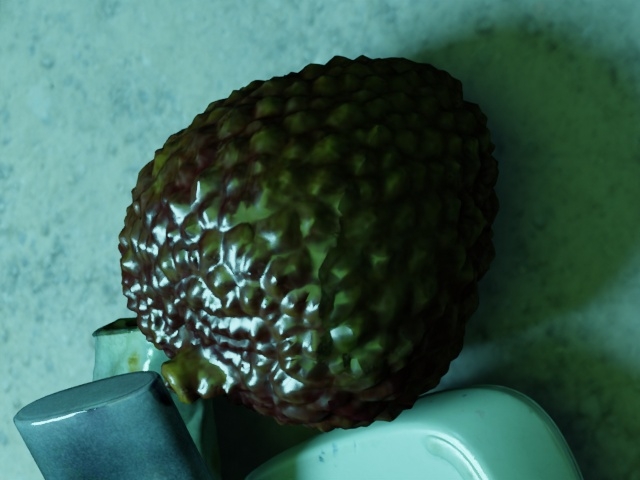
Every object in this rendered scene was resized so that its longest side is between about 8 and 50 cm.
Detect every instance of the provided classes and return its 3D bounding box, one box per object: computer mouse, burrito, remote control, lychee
[{"bbox_3d":[0.059,0.189,0.975,0.288,0.097,0.159,-31,81,44],"label":"computer mouse"},{"bbox_3d":[-0.123,0.169,1.054,0.144,0.089,0.229,-8,84,63],"label":"burrito"},{"bbox_3d":[-0.078,0.257,0.983,0.107,0.044,0.378,-14,114,22],"label":"remote control"},{"bbox_3d":[0.000,0.000,0.925,0.236,0.236,0.271,35,76,22],"label":"lychee"}]
